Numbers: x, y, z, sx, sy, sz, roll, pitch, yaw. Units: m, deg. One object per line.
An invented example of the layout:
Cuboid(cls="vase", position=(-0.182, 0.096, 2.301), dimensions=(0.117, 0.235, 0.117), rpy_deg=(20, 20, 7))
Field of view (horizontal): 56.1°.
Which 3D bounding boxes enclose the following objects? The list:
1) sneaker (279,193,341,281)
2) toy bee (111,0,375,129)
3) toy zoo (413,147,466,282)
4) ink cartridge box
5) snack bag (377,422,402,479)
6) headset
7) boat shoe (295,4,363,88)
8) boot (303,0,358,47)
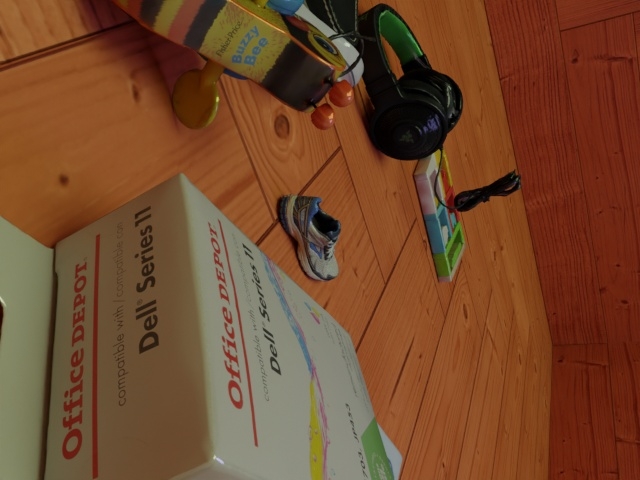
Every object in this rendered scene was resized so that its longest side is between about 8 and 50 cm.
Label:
Cuboid(cls="sneaker", position=(0.000, 0.000, 0.734), dimensions=(0.135, 0.058, 0.052), rpy_deg=(62, 33, -37))
Cuboid(cls="toy bee", position=(-0.037, -0.178, 0.518), dimensions=(0.299, 0.195, 0.162), rpy_deg=(-7, 50, -28))
Cuboid(cls="toy zoo", position=(0.261, -0.080, 1.313), dimensions=(0.192, 0.030, 0.293), rpy_deg=(-46, 124, -58))
Cuboid(cls="ink cartridge box", position=(-0.073, 0.103, 0.420), dimensions=(0.353, 0.119, 0.207), rpy_deg=(48, 19, -49))
Cuboid(cls="snack bag", position=(0.000, 0.331, 0.670), dimensions=(0.323, 0.037, 0.342), rpy_deg=(57, 38, -39))
Cuboid(cls="headset", position=(0.196, -0.232, 1.050), dimensions=(0.394, 0.185, 0.243), rpy_deg=(63, 31, -13))
Cuboid(cls="boat shoe", position=(-0.040, -0.221, 0.696), dimensions=(0.258, 0.095, 0.084), rpy_deg=(21, 91, -52))
Cuboid(cls="boot", position=(0.086, -0.448, 0.770), dimensions=(0.138, 0.284, 0.377), rpy_deg=(13, 70, -63))
